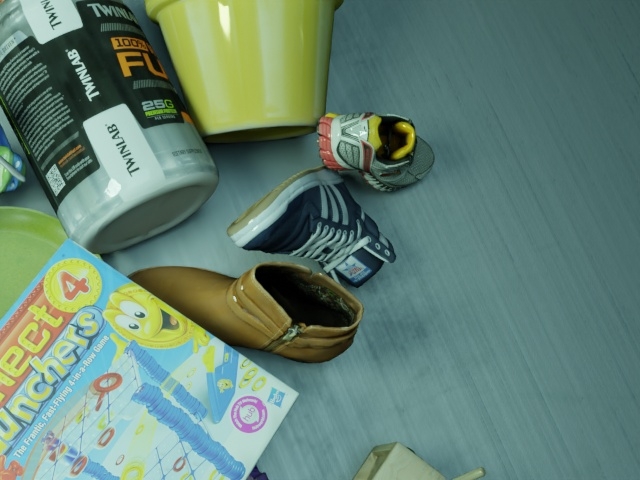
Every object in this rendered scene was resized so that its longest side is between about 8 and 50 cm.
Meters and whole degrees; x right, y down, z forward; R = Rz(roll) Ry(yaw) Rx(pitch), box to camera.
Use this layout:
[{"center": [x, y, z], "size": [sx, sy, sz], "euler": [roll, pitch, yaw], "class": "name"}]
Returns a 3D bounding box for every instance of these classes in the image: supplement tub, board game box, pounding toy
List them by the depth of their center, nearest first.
[{"center": [-0.231, 0.208, 0.904], "size": [0.302, 0.086, 0.308], "euler": [34, 69, 0], "class": "board game box"}, {"center": [0.097, 0.299, 1.011], "size": [0.100, 0.130, 0.141], "euler": [37, 71, 1], "class": "pounding toy"}, {"center": [-0.272, -0.160, 1.034], "size": [0.193, 0.193, 0.316], "euler": [-27, 81, -17], "class": "supplement tub"}]

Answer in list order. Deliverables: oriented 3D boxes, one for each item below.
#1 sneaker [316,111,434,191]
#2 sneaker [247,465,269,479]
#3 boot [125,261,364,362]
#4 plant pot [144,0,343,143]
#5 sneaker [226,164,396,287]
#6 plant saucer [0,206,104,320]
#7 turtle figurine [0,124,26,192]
[{"center": [0.091, -0.112, 1.103], "size": [0.225, 0.092, 0.088], "euler": [3, 85, -56], "class": "sneaker"}, {"center": [-0.081, 0.314, 0.996], "size": [0.236, 0.095, 0.104], "euler": [32, 63, 0], "class": "sneaker"}, {"center": [-0.095, 0.075, 0.989], "size": [0.283, 0.220, 0.109], "euler": [21, 72, -5], "class": "boot"}, {"center": [-0.089, -0.250, 1.085], "size": [0.254, 0.254, 0.239], "euler": [-6, 92, -13], "class": "plant pot"}, {"center": [0.000, 0.000, 1.025], "size": [0.099, 0.282, 0.153], "euler": [-35, 90, 22], "class": "sneaker"}, {"center": [-0.357, 0.080, 1.000], "size": [0.241, 0.037, 0.241], "euler": [10, 70, -30], "class": "plant saucer"}, {"center": [-0.434, -0.073, 0.868], "size": [0.266, 0.198, 0.275], "euler": [13, 49, -23], "class": "turtle figurine"}]
